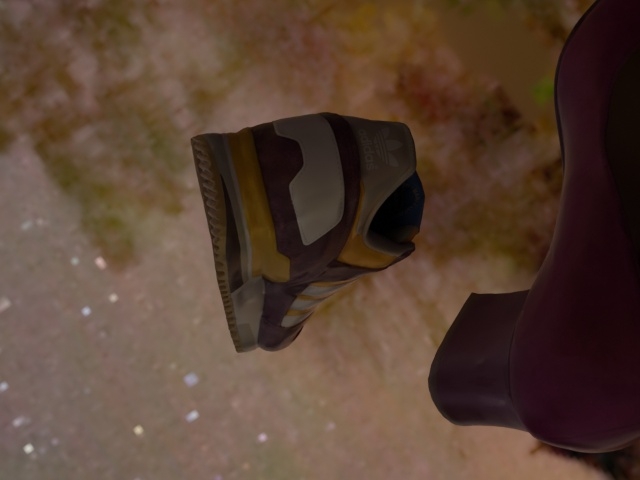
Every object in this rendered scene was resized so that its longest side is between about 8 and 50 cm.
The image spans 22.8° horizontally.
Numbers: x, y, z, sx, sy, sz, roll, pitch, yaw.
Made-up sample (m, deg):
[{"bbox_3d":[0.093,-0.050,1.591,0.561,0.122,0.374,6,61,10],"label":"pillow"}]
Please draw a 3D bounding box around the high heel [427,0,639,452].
[{"bbox_3d":[0.213,-0.037,0.946,0.127,0.377,0.181,38,158,-28],"label":"high heel"}]

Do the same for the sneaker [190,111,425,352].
[{"bbox_3d":[0.000,0.000,0.625,0.185,0.084,0.069,86,173,-79],"label":"sneaker"}]
